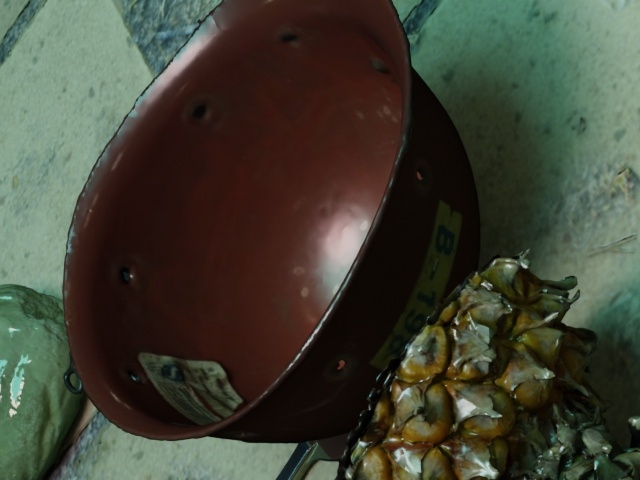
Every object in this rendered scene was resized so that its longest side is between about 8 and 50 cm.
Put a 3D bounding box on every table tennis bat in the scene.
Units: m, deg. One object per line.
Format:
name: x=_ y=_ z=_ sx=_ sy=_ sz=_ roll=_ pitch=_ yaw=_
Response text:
table tennis bat: x=0.004 y=0.151 z=1.608 sx=0.158 sy=0.014 sz=0.095 roll=-57 pitch=44 yaw=13

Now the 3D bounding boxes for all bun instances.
bun: x=-0.323 y=0.149 z=1.902 sx=0.221 sy=0.108 sz=0.221 roll=-19 pitch=62 yaw=43

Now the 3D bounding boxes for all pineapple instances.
pineapple: x=0.181 y=0.177 z=1.278 sx=0.272 sy=0.262 sz=0.262 roll=30 pitch=100 yaw=25

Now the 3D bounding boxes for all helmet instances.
helmet: x=0.000 y=0.000 z=1.503 sx=0.337 sy=0.230 sz=0.385 roll=13 pitch=78 yaw=49

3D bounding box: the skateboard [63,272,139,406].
skateboard: x=-0.190 y=0.087 z=1.798 sx=0.067 sy=0.080 sz=0.151 roll=3 pitch=80 yaw=43
